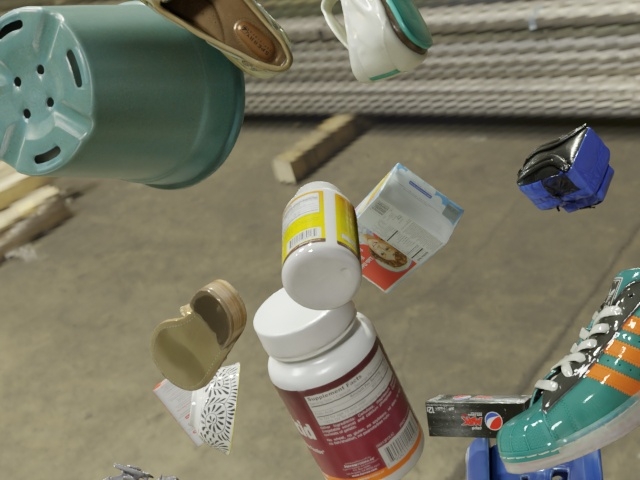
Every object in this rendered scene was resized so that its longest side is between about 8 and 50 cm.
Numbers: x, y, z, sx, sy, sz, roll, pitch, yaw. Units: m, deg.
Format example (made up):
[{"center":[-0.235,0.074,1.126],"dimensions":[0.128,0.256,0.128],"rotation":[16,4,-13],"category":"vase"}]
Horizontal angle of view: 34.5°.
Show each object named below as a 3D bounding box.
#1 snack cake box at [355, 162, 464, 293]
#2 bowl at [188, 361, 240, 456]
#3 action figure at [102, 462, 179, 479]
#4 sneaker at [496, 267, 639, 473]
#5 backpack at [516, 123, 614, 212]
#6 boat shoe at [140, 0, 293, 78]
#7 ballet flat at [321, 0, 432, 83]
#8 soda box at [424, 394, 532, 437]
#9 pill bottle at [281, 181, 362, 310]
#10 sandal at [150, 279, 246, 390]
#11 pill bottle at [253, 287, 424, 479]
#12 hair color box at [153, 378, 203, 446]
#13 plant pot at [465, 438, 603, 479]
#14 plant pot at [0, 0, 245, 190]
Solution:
[{"center":[0.135,-0.017,1.926],"dimensions":[0.089,0.152,0.264],"rotation":[-58,6,-30],"category":"snack cake box"},{"center":[-0.194,0.300,1.854],"dimensions":[0.080,0.170,0.170],"rotation":[7,27,-6],"category":"bowl"},{"center":[-0.273,0.433,1.493],"dimensions":[0.285,0.185,0.099],"rotation":[-53,1,27],"category":"action figure"},{"center":[0.277,0.098,0.947],"dimensions":[0.302,0.121,0.108],"rotation":[-31,-5,-4],"category":"sneaker"},{"center":[0.347,-0.089,1.470],"dimensions":[0.120,0.101,0.098],"rotation":[-17,30,50],"category":"backpack"},{"center":[-0.148,-0.307,1.275],"dimensions":[0.105,0.285,0.089],"rotation":[-56,15,3],"category":"boat shoe"},{"center":[0.041,-0.396,1.482],"dimensions":[0.139,0.139,0.400],"rotation":[-17,65,1],"category":"ballet flat"},{"center":[0.248,0.270,1.581],"dimensions":[0.169,0.060,0.053],"rotation":[-5,4,34],"category":"soda box"},{"center":[0.000,0.000,1.548],"dimensions":[0.117,0.117,0.215],"rotation":[-14,33,8],"category":"pill bottle"},{"center":[-0.113,0.096,1.136],"dimensions":[0.079,0.088,0.240],"rotation":[-31,-8,-32],"category":"sandal"},{"center":[0.034,0.278,1.998],"dimensions":[0.224,0.392,0.224],"rotation":[-21,24,10],"category":"pill bottle"},{"center":[-0.249,0.319,1.982],"dimensions":[0.072,0.141,0.043],"rotation":[-36,5,9],"category":"hair color box"},{"center":[0.342,0.436,1.629],"dimensions":[0.212,0.236,0.236],"rotation":[-5,49,12],"category":"plant pot"},{"center":[-0.352,-0.240,1.667],"dimensions":[0.341,0.341,0.334],"rotation":[-1,6,29],"category":"plant pot"}]
